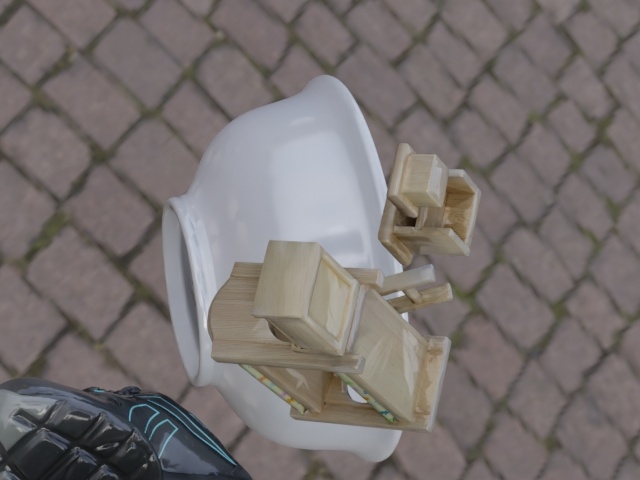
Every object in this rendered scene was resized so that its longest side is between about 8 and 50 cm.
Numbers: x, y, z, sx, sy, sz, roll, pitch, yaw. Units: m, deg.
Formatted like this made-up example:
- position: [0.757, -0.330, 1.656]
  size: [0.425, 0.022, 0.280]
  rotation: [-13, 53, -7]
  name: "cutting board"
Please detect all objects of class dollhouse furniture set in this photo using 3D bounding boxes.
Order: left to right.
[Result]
- position: [0.000, 0.000, 0.996]
  size: [0.182, 0.101, 0.161]
  rotation: [45, 53, -55]
  name: "dollhouse furniture set"

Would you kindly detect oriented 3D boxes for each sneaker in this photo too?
- position: [-0.137, 0.147, 1.186]
  size: [0.267, 0.101, 0.106]
  rotation: [38, 14, -46]
  name: "sneaker"

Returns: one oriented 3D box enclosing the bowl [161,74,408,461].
- position: [-0.040, 0.030, 1.331]
  size: [0.134, 0.298, 0.298]
  rotation: [-9, 68, -14]
  name: "bowl"
